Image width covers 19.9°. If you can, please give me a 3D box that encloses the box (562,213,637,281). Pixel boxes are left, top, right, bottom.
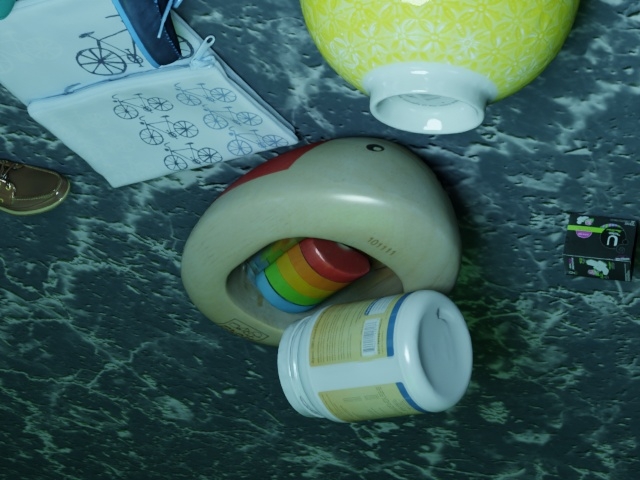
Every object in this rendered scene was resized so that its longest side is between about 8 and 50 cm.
[{"bbox_3d":[0.341,0.009,2.222,0.083,0.062,0.052,6,150,14],"label":"box"}]

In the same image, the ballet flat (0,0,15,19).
[{"bbox_3d":[-0.411,-0.333,1.970,0.096,0.095,0.280,19,152,17],"label":"ballet flat"}]

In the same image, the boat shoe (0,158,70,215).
[{"bbox_3d":[-0.417,-0.075,2.421,0.178,0.064,0.060,3,149,25],"label":"boat shoe"}]

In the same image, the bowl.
[{"bbox_3d":[0.113,-0.198,1.821,0.289,0.156,0.289,6,163,2],"label":"bowl"}]

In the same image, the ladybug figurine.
[{"bbox_3d":[0.000,0.000,2.260,0.305,0.162,0.449,29,146,-24],"label":"ladybug figurine"}]

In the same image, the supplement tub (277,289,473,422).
[{"bbox_3d":[0.064,0.140,2.162,0.199,0.144,0.144,-10,141,35],"label":"supplement tub"}]

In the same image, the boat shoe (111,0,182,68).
[{"bbox_3d":[-0.187,-0.286,1.926,0.089,0.109,0.258,-25,141,-1],"label":"boat shoe"}]

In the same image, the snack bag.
[{"bbox_3d":[-0.243,-0.189,2.184,0.323,0.037,0.342,-9,142,36],"label":"snack bag"}]
